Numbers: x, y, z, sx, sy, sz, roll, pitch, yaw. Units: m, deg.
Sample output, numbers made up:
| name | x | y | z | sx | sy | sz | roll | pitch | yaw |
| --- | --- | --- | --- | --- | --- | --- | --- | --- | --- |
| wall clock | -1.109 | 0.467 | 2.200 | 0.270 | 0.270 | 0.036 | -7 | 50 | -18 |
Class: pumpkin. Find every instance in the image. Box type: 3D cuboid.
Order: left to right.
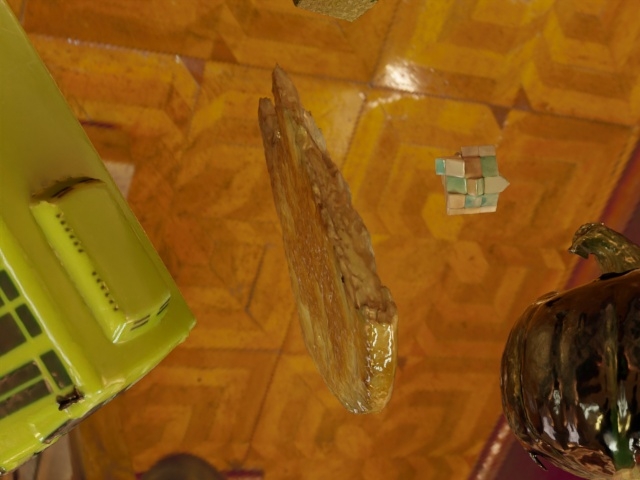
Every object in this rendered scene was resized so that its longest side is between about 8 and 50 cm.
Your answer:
| name | x | y | z | sx | sy | sz | roll | pitch | yaw |
| --- | --- | --- | --- | --- | --- | --- | --- | --- | --- |
| pumpkin | 0.332 | 0.115 | 1.062 | 0.296 | 0.296 | 0.295 | -11 | 126 | -15 |

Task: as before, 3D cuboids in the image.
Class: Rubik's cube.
| name | x | y | z | sx | sy | sz | roll | pitch | yaw |
| --- | --- | --- | --- | --- | --- | --- | --- | --- | --- |
| Rubik's cube | 0.178 | -0.078 | 1.221 | 0.075 | 0.084 | 0.073 | -20 | 154 | -6 |

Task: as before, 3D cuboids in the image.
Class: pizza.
| name | x | y | z | sx | sy | sz | roll | pitch | yaw |
| --- | --- | --- | --- | --- | --- | --- | --- | --- | --- |
| pizza | 0.000 | 0.000 | 0.710 | 0.034 | 0.262 | 0.181 | -12 | 155 | -13 |

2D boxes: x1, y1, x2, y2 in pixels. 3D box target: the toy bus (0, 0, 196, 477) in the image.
| name | x | y | z | sx | sy | sz | roll | pitch | yaw |
| --- | --- | --- | --- | --- | --- | --- | --- | --- | --- |
| toy bus | -0.196 | -0.005 | 0.617 | 0.150 | 0.128 | 0.262 | -29 | 94 | 29 |

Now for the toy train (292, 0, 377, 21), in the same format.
| name | x | y | z | sx | sy | sz | roll | pitch | yaw |
| --- | --- | --- | --- | --- | --- | --- | --- | --- | --- |
| toy train | -0.027 | -0.315 | 0.967 | 0.137 | 0.225 | 0.090 | 4 | 146 | -40 |
